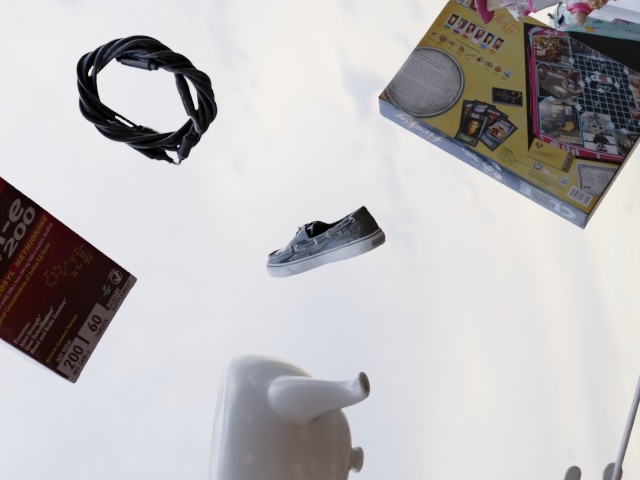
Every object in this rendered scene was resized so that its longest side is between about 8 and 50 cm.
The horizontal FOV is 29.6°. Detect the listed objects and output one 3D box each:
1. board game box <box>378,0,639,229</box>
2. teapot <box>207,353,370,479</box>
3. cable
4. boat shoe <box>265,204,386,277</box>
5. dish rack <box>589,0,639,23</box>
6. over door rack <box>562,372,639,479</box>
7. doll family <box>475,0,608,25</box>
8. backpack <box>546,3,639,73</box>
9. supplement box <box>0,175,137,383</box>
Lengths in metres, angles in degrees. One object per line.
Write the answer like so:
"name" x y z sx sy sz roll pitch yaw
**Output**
"board game box" 0.205 -0.141 1.234 0.165 0.243 0.042 -54 -16 -15
"teapot" -0.040 0.266 1.502 0.256 0.187 0.253 -171 89 -82
"cable" -0.224 -0.184 1.531 0.184 0.150 0.047 34 -148 -4
"boat shoe" 0.000 0.000 1.129 0.049 0.142 0.040 -37 -75 -48
"dish rack" 0.470 -0.308 1.431 0.285 0.332 0.072 -32 -51 -28
"over door rack" 0.381 0.115 1.045 0.108 0.239 0.324 44 118 61
"doll family" 0.212 -0.316 1.088 0.118 0.163 0.263 56 -148 -45
"backpack" 0.383 -0.274 1.621 0.188 0.165 0.145 -67 -18 -72
"supplement box" -0.304 0.027 1.179 0.239 0.073 0.130 42 -109 -43
